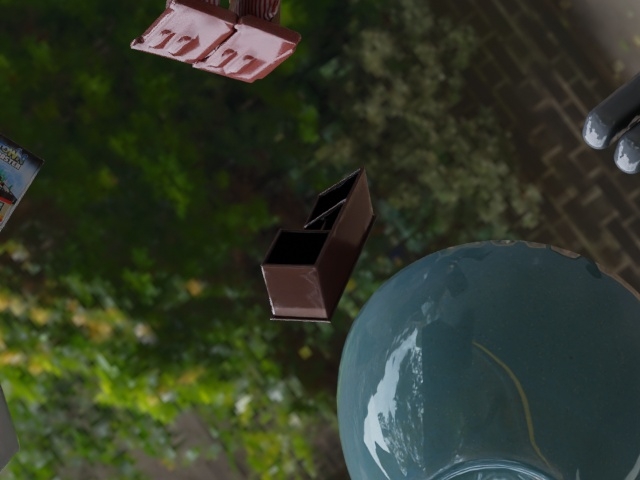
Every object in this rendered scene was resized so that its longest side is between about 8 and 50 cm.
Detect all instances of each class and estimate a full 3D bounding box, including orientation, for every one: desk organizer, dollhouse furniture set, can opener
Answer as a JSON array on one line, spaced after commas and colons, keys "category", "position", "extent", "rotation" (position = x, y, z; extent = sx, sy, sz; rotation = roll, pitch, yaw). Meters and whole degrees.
[{"category": "desk organizer", "position": [0.000, 0.000, 1.094], "extent": [0.130, 0.047, 0.050], "rotation": [-64, -31, -48]}, {"category": "dollhouse furniture set", "position": [-0.041, -0.338, 1.493], "extent": [0.152, 0.374, 0.201], "rotation": [15, -118, -28]}, {"category": "can opener", "position": [0.349, -0.166, 1.339], "extent": [0.074, 0.280, 0.093], "rotation": [41, 155, 23]}]

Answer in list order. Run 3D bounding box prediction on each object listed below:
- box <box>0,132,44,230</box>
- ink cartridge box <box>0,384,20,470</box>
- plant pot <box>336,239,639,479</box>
[{"category": "box", "position": [-0.435, -0.099, 1.686], "extent": [0.207, 0.114, 0.036], "rotation": [33, 168, -14]}, {"category": "ink cartridge box", "position": [-0.313, 0.001, 0.921], "extent": [0.207, 0.119, 0.353], "rotation": [-170, 60, -87]}, {"category": "plant pot", "position": [0.145, 0.171, 1.172], "extent": [0.290, 0.290, 0.195], "rotation": [53, -157, -16]}]
